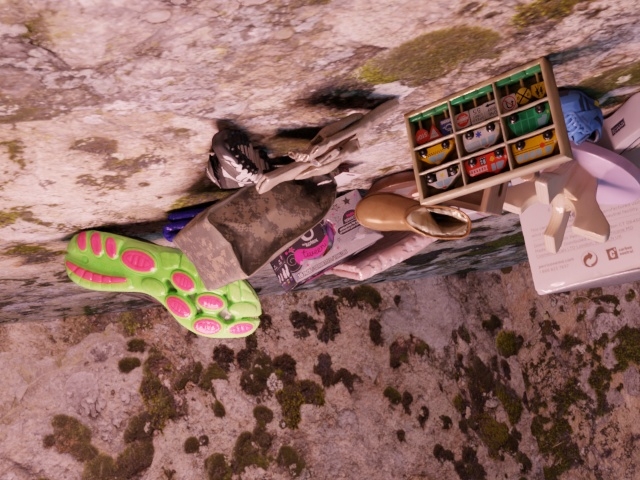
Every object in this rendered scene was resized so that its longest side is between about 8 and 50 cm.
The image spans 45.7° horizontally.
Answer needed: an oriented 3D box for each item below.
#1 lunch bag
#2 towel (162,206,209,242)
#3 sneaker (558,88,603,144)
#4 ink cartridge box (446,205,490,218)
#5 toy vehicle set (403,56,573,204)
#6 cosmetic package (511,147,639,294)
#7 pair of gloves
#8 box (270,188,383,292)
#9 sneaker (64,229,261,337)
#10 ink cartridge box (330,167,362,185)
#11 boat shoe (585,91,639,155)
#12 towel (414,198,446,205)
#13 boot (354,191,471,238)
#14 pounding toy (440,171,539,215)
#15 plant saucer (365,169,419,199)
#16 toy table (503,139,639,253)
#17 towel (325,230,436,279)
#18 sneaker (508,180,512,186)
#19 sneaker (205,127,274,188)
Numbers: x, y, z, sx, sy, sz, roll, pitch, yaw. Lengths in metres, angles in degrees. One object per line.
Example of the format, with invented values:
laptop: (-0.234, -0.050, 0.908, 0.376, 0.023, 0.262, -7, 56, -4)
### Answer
lunch bag: (-0.123, -0.046, 1.540, 0.287, 0.169, 0.235, -37, -173, -27)
towel: (-0.228, -0.034, 1.827, 0.227, 0.076, 0.308, -15, 171, 7)
sneaker: (0.474, -0.227, 1.416, 0.069, 0.082, 0.209, -16, 167, 40)
ink cartridge box: (0.392, -0.087, 2.143, 0.150, 0.063, 0.109, -16, 168, 27)
toy vehicle set: (0.271, -0.174, 1.261, 0.266, 0.166, 0.035, -18, 167, 37)
cosmetic package: (0.720, -0.066, 1.843, 0.329, 0.328, 0.393, -19, 167, 41)
pair of gloves: (0.011, -0.150, 1.293, 0.204, 0.042, 0.240, -26, 176, -33)
box: (0.000, 0.000, 1.849, 0.247, 0.142, 0.163, -28, 175, -17)
sneaker: (-0.356, 0.083, 1.806, 0.482, 0.185, 0.202, 22, -173, 4)
ink cartridge box: (0.028, -0.137, 1.615, 0.062, 0.029, 0.115, 0, 164, -44)
boat shoe: (0.628, -0.227, 1.551, 0.088, 0.096, 0.267, -3, 160, -13)
towel: (0.293, -0.107, 2.041, 0.110, 0.027, 0.148, -13, 170, 23)
boot: (0.187, -0.054, 1.611, 0.236, 0.089, 0.269, 3, -176, 4)
pounding toy: (0.349, -0.144, 1.526, 0.206, 0.181, 0.094, 16, -173, 36)
plant saucer: (0.199, -0.130, 1.801, 0.198, 0.036, 0.198, -9, 170, -2)
toy table: (0.512, -0.101, 1.594, 0.274, 0.161, 0.252, 16, 153, 43)
towel: (0.183, 0.010, 2.025, 0.331, 0.053, 0.317, -29, -170, -17)
sneaker: (0.393, -0.126, 1.829, 0.237, 0.086, 0.085, 7, -166, -45)
sneaker: (-0.158, -0.132, 1.322, 0.106, 0.078, 0.234, -14, 171, 10)
